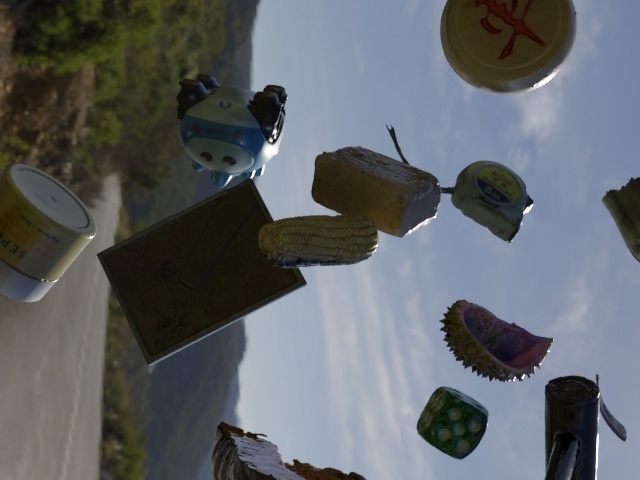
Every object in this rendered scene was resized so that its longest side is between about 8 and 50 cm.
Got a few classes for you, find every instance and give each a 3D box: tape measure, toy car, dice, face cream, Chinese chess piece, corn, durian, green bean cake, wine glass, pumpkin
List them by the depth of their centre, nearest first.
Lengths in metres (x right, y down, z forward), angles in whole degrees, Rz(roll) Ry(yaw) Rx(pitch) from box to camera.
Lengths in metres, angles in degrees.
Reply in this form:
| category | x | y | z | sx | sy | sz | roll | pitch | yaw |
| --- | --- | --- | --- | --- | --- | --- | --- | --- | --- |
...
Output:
| category | x | y | z | sx | sy | sz | roll | pitch | yaw |
| --- | --- | --- | --- | --- | --- | --- | --- | --- | --- |
| pumpkin | -0.050 | 0.280 | 1.041 | 0.163 | 0.279 | 0.111 | 27 | 79 | -61 |
| corn | 0.000 | 0.000 | 1.316 | 0.072 | 0.203 | 0.072 | 1 | -88 | 42 |
| wine glass | 0.508 | 0.006 | 1.451 | 0.222 | 0.103 | 0.103 | 61 | -20 | 25 |
| green bean cake | 0.083 | -0.078 | 1.489 | 0.179 | 0.109 | 0.085 | 25 | -63 | 32 |
| toy car | -0.162 | -0.192 | 1.762 | 0.255 | 0.189 | 0.190 | -79 | 179 | -77 |
| Chinese chess piece | 0.347 | -0.395 | 1.820 | 0.097 | 0.251 | 0.250 | 25 | 61 | -78 |
| face cream | -0.577 | -0.018 | 1.920 | 0.179 | 0.218 | 0.218 | -47 | -158 | 11 |
| tape measure | 0.269 | -0.132 | 1.963 | 0.164 | 0.330 | 0.084 | -50 | 172 | -46 |
| durian | 0.374 | 0.244 | 2.159 | 0.153 | 0.261 | 0.186 | -59 | -177 | 15 |
| dice | 0.298 | 0.410 | 2.220 | 0.131 | 0.120 | 0.128 | -60 | -174 | 5 |

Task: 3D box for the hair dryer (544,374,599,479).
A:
| category | x | y | z | sx | sy | sz | roll | pitch | yaw |
| --- | --- | --- | --- | --- | --- | --- | --- | --- | --- |
| hair dryer | 0.386 | 0.352 | 1.567 | 0.251 | 0.089 | 0.197 | -32 | 123 | -62 |

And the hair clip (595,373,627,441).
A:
| category | x | y | z | sx | sy | sz | roll | pitch | yaw |
| --- | --- | --- | --- | --- | --- | --- | --- | --- | --- |
| hair clip | 0.524 | 0.307 | 1.789 | 0.137 | 0.022 | 0.054 | 60 | 21 | -17 |

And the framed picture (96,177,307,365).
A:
| category | x | y | z | sx | sy | sz | roll | pitch | yaw |
| --- | --- | --- | --- | --- | --- | --- | --- | --- | --- |
| framed picture | -0.198 | 0.047 | 1.616 | 0.211 | 0.290 | 0.020 | 62 | -3 | 13 |
